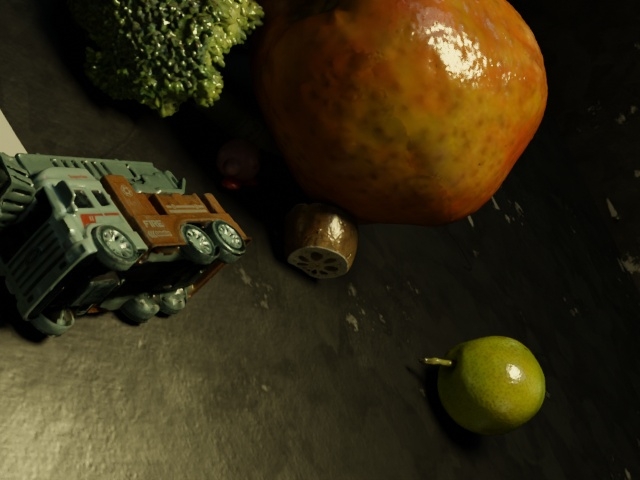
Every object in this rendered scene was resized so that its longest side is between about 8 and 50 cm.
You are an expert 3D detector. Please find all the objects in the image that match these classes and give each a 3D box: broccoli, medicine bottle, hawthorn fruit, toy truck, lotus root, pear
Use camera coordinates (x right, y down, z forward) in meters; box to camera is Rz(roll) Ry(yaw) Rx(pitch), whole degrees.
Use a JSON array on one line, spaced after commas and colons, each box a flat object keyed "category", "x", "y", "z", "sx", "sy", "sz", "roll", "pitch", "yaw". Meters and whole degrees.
[{"category": "broccoli", "x": -0.211, "y": -0.312, "z": 1.302, "sx": 0.260, "sy": 0.235, "sz": 0.288, "roll": 35, "pitch": 69, "yaw": -32}, {"category": "medicine bottle", "x": -0.118, "y": -0.182, "z": 1.487, "sx": 0.199, "sy": 0.058, "sz": 0.057, "roll": 37, "pitch": 34, "yaw": -36}, {"category": "hawthorn fruit", "x": 0.107, "y": -0.259, "z": 1.425, "sx": 0.472, "sy": 0.472, "sz": 0.471, "roll": 39, "pitch": 33, "yaw": -31}, {"category": "toy truck", "x": -0.240, "y": -0.012, "z": 1.040, "sx": 0.184, "sy": 0.133, "sz": 0.338, "roll": 54, "pitch": 23, "yaw": 16}, {"category": "lotus root", "x": 0.002, "y": -0.001, "z": 1.430, "sx": 0.122, "sy": 0.112, "sz": 0.081, "roll": 34, "pitch": 51, "yaw": -40}, {"category": "pear", "x": 0.266, "y": 0.229, "z": 1.561, "sx": 0.216, "sy": 0.180, "sz": 0.166, "roll": 31, "pitch": 68, "yaw": -15}]

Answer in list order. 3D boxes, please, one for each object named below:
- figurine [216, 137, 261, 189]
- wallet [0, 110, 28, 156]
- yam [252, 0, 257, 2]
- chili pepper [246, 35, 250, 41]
[{"category": "figurine", "x": -0.123, "y": -0.117, "z": 1.399, "sx": 0.067, "sy": 0.071, "sz": 0.083, "roll": 16, "pitch": 18, "yaw": 10}, {"category": "wallet", "x": -0.381, "y": -0.124, "z": 1.027, "sx": 0.190, "sy": 0.033, "sz": 0.095, "roll": 57, "pitch": 29, "yaw": 2}, {"category": "yam", "x": -0.099, "y": -0.418, "z": 1.756, "sx": 0.300, "sy": 0.066, "sz": 0.066, "roll": -4, "pitch": 65, "yaw": -60}, {"category": "chili pepper", "x": 0.011, "y": -0.350, "z": 1.759, "sx": 0.388, "sy": 0.110, "sz": 0.110, "roll": 5, "pitch": 55, "yaw": -33}]
